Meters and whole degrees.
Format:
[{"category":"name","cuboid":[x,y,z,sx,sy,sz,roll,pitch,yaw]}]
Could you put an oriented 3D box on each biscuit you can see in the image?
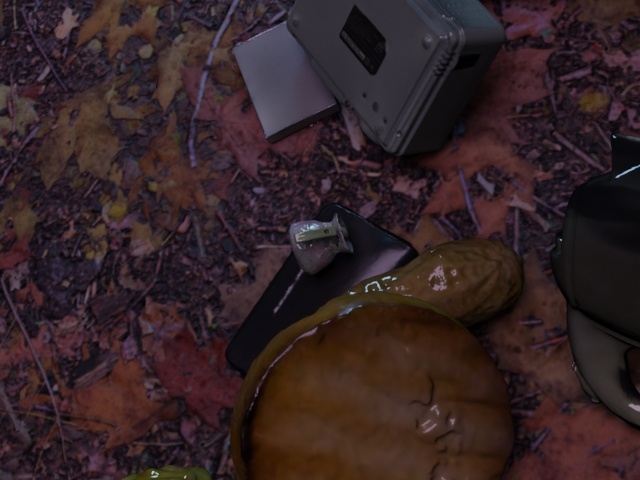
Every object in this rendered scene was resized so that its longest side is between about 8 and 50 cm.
[{"category":"biscuit","cuboid":[0.051,0.197,1.187,0.296,0.102,0.296,-2,99,-14]}]

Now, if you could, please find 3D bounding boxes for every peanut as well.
[{"category":"peanut","cuboid":[0.116,0.059,1.267,0.226,0.108,0.095,-20,56,-1]}]

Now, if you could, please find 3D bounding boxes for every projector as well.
[{"category":"projector","cuboid":[0.076,-0.247,1.361,0.257,0.099,0.192,53,136,28]}]

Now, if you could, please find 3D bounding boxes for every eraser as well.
[{"category":"eraser","cuboid":[-0.046,-0.208,1.482,0.103,0.023,0.150,-25,64,9]}]

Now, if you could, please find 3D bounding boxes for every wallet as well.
[{"category":"wallet","cuboid":[-0.005,0.080,1.351,0.149,0.044,0.250,32,84,30]}]

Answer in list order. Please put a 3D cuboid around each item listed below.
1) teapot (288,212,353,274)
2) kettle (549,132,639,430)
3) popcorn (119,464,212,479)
[{"category":"teapot","cuboid":[0.000,0.000,1.315,0.064,0.083,0.064,-21,74,9]},{"category":"kettle","cuboid":[0.391,0.055,1.147,0.324,0.228,0.321,4,103,26]},{"category":"popcorn","cuboid":[-0.174,0.372,1.185,0.215,0.252,0.286,23,111,34]}]
